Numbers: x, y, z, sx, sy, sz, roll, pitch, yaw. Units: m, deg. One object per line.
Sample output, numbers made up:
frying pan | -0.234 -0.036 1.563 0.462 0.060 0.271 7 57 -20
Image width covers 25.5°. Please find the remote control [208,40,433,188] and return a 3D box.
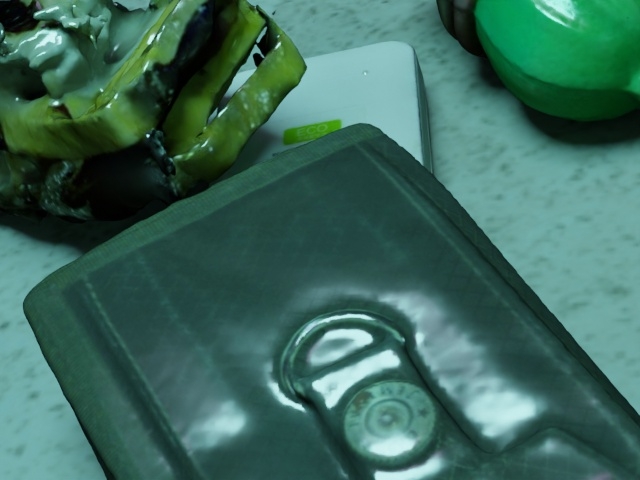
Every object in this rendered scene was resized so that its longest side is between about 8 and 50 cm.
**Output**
remote control | 0.000 0.000 0.608 0.103 0.034 0.250 -11 41 9

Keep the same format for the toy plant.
toy plant | 0.121 -0.122 0.658 0.143 0.105 0.200 -27 56 -29

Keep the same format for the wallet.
wallet | 0.006 0.061 0.485 0.168 0.052 0.245 -30 53 -8

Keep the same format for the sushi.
sushi | -0.125 -0.087 0.670 0.291 0.131 0.139 2 48 52
